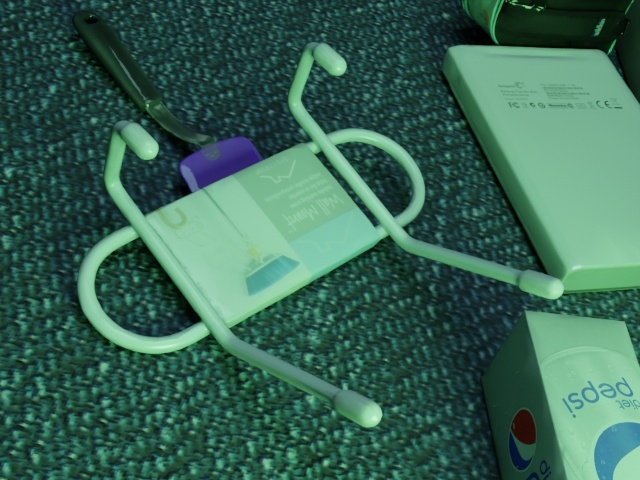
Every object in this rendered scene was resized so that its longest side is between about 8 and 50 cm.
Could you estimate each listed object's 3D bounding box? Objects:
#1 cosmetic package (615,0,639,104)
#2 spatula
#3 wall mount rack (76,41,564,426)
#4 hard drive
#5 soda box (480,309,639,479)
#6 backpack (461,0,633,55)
[{"bbox_3d":[0.420,-0.199,1.225,0.127,0.107,0.238,11,43,-11],"label":"cosmetic package"},{"bbox_3d":[-0.138,-0.113,0.983,0.084,0.030,0.296,-28,63,-35],"label":"spatula"},{"bbox_3d":[0.000,0.000,0.858,0.350,0.130,0.304,-29,71,-33],"label":"wall mount rack"},{"bbox_3d":[0.266,-0.083,1.100,0.203,0.040,0.307,-2,50,-22],"label":"hard drive"},{"bbox_3d":[0.196,0.192,0.781,0.091,0.098,0.286,8,46,-14],"label":"soda box"},{"bbox_3d":[0.250,-0.290,1.196,0.188,0.165,0.144,-10,51,-33],"label":"backpack"}]
